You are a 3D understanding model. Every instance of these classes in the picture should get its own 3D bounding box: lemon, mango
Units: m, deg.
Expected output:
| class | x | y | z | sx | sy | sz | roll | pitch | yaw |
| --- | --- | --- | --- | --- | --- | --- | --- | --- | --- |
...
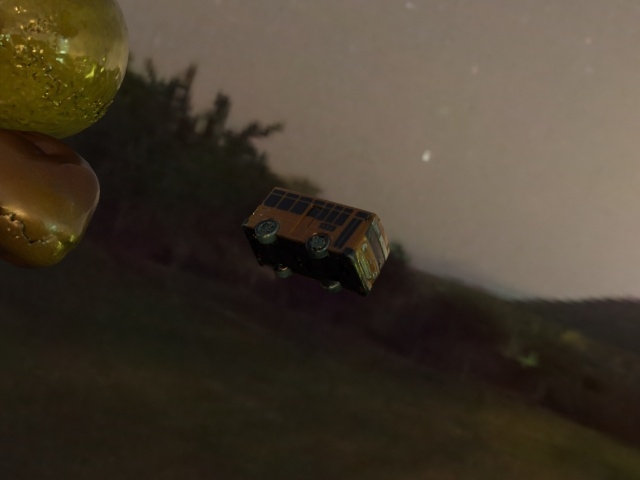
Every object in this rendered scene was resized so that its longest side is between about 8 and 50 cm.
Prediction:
| class | x | y | z | sx | sy | sz | roll | pitch | yaw |
| --- | --- | --- | --- | --- | --- | --- | --- | --- | --- |
| lemon | -0.379 | -0.255 | 1.884 | 0.258 | 0.258 | 0.310 | 19 | 12 | -1 |
| mango | -0.354 | -0.046 | 1.624 | 0.166 | 0.136 | 0.236 | 10 | 16 | -45 |

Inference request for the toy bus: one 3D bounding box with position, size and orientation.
| class | x | y | z | sx | sy | sz | roll | pitch | yaw |
| --- | --- | --- | --- | --- | --- | --- | --- | --- | --- |
| toy bus | 0.000 | 0.000 | 2.080 | 0.201 | 0.114 | 0.098 | 16 | -35 | 34 |
